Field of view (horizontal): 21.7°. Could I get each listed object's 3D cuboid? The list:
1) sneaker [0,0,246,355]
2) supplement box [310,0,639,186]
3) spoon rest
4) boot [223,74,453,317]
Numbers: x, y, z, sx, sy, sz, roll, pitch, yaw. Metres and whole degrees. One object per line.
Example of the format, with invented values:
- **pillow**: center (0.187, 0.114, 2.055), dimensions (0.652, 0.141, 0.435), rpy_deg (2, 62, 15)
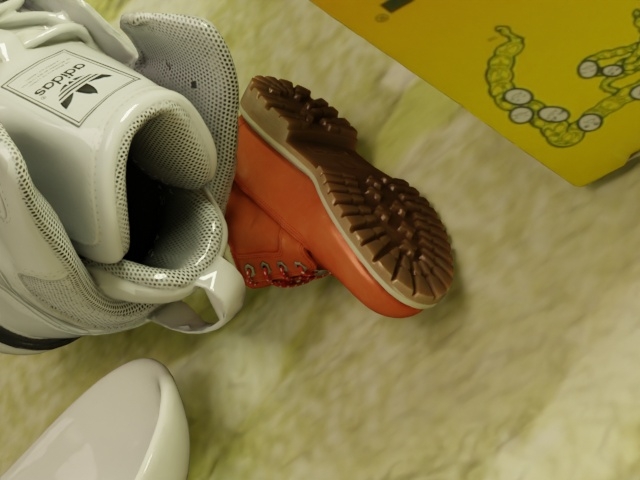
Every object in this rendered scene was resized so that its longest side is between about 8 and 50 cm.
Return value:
- **sneaker**: center (-0.156, -0.105, 0.746), dimensions (0.137, 0.366, 0.210), rpy_deg (-37, 22, -30)
- **supplement box**: center (0.105, -0.238, 0.664), dimensions (0.194, 0.195, 0.357), rpy_deg (-28, 52, 32)
- **spoon rest**: center (-0.154, 0.167, 0.773), dimensions (0.276, 0.084, 0.137), rpy_deg (-53, 23, 11)
- **boot**: center (0.000, 0.000, 0.752), dimensions (0.158, 0.059, 0.085), rpy_deg (50, 120, 45)
